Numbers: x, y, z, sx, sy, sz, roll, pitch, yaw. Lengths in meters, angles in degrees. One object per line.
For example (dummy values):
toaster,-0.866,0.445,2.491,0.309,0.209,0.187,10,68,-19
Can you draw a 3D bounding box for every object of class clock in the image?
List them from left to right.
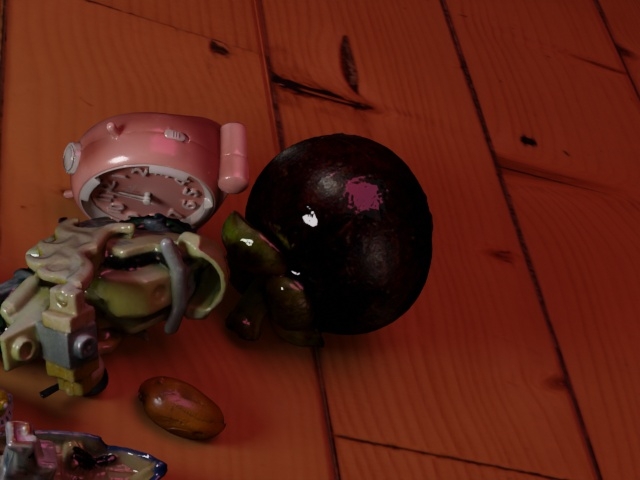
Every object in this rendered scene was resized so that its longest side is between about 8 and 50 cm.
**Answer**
clock,-0.253,-0.107,2.010,0.241,0.227,0.142,10,57,-25

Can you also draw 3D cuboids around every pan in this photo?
pan,-0.326,0.185,1.796,0.068,0.023,0.115,45,35,14

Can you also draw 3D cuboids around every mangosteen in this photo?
mangosteen,0.013,-0.004,2.037,0.330,0.330,0.330,20,38,-17

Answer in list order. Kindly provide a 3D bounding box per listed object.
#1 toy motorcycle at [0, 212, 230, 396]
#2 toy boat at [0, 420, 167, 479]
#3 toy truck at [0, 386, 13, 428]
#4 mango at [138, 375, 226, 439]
toy motorcycle,-0.285,0.067,1.819,0.237,0.168,0.410,16,31,37
toy boat,-0.311,0.268,1.637,0.262,0.115,0.114,11,42,-27
toy truck,-0.421,0.185,1.663,0.111,0.077,0.076,13,28,21
mango,-0.182,0.221,1.832,0.127,0.063,0.077,29,28,-7
